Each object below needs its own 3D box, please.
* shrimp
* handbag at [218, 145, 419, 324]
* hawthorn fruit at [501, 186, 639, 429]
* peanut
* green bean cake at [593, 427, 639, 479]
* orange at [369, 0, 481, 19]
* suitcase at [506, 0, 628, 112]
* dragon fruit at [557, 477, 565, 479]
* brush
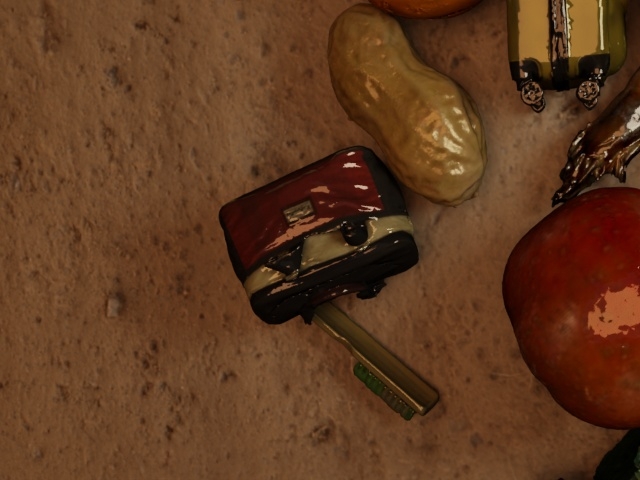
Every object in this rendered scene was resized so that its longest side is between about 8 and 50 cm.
[{"bbox_3d":[0.434,-0.120,1.350,0.178,0.075,0.289,42,93,11],"label":"shrimp"},{"bbox_3d":[0.000,0.000,1.435,0.254,0.181,0.181,-24,71,4],"label":"handbag"},{"bbox_3d":[0.349,0.077,1.279,0.284,0.284,0.284,1,93,21],"label":"hawthorn fruit"},{"bbox_3d":[0.114,-0.187,1.426,0.149,0.149,0.313,-43,72,17],"label":"peanut"},{"bbox_3d":[0.428,0.276,1.293,0.107,0.208,0.193,41,107,11],"label":"green bean cake"},{"bbox_3d":[0.136,-0.406,1.364,0.240,0.240,0.240,1,93,21],"label":"orange"},{"bbox_3d":[0.310,-0.283,1.316,0.143,0.194,0.235,-1,93,16],"label":"suitcase"},{"bbox_3d":[0.343,0.399,1.353,0.172,0.166,0.160,25,69,-10],"label":"dragon fruit"},{"bbox_3d":[0.048,0.153,1.512,0.282,0.054,0.048,41,126,15],"label":"brush"}]
